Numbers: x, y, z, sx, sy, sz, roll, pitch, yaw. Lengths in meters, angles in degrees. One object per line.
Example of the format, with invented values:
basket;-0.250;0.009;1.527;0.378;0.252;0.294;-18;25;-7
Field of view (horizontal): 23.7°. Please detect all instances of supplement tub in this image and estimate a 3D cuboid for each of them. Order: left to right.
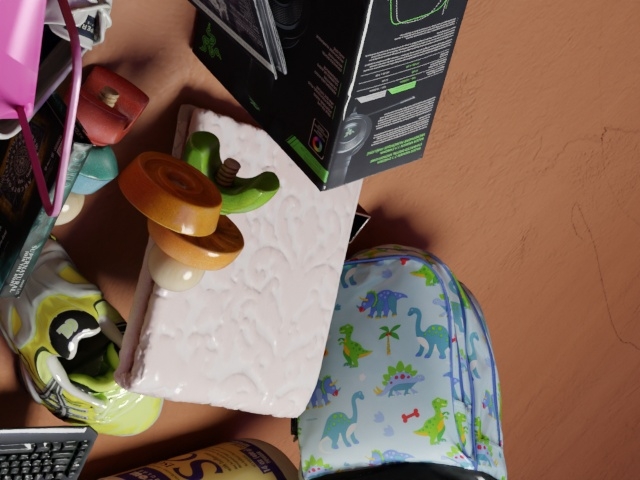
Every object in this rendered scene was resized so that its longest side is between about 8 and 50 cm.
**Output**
supplement tub;-0.192;0.409;2.001;0.331;0.241;0.241;-11;137;-39

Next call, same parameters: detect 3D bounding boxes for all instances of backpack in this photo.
backpack;0.099;0.184;1.958;0.290;0.355;0.273;-7;143;27

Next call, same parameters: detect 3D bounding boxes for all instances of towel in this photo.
towel;-0.085;0.033;1.717;0.332;0.053;0.317;18;84;-55

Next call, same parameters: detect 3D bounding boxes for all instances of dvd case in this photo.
dvd case;-0.102;-0.262;1.375;0.018;0.164;0.221;-37;147;-15

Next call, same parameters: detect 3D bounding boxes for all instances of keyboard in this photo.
keyboard;-0.426;0.276;1.727;0.317;0.033;0.201;2;140;-31

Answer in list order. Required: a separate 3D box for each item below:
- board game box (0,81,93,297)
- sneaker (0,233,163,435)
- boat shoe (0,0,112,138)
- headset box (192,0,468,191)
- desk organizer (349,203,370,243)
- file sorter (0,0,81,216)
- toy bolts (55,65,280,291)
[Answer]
board game box;-0.288;-0.055;1.459;0.026;0.126;0.186;5;126;-42
sneaker;-0.263;0.147;1.705;0.145;0.147;0.384;-40;149;-6
boat shoe;-0.232;-0.208;1.374;0.267;0.088;0.096;-47;147;9
headset box;0.004;-0.224;1.459;0.131;0.246;0.283;-20;143;-31
desk organizer;0.000;0.000;1.897;0.047;0.050;0.130;15;118;-53
file sorter;-0.347;-0.128;1.191;0.291;0.182;0.202;-3;134;-22
toy bolts;-0.190;-0.037;1.473;0.158;0.228;0.218;-57;175;22
